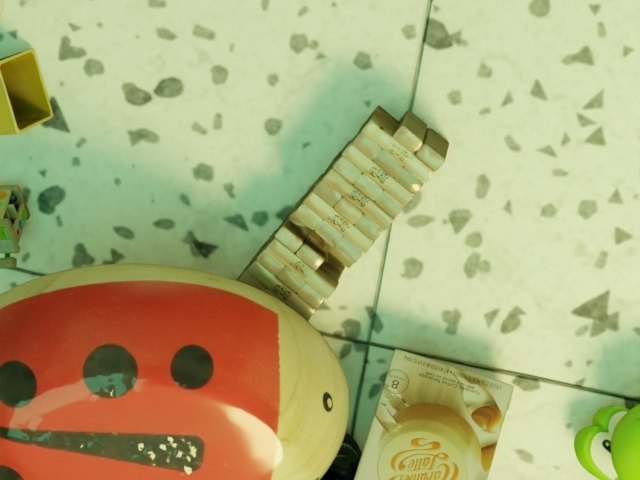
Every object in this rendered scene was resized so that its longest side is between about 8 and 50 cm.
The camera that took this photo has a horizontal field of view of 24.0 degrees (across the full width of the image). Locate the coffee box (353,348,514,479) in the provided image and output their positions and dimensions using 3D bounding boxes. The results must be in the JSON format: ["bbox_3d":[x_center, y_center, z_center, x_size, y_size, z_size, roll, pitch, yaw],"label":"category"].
[{"bbox_3d":[0.108,0.262,1.634,0.141,0.098,0.246,16,68,5],"label":"coffee box"}]

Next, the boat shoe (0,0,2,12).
[{"bbox_3d":[-0.395,-0.309,1.619,0.116,0.099,0.319,25,109,1],"label":"boat shoe"}]

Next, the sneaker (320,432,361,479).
[{"bbox_3d":[-0.073,0.304,1.712,0.267,0.106,0.101,-33,104,1],"label":"sneaker"}]

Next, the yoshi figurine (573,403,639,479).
[{"bbox_3d":[0.426,0.297,1.582,0.362,0.203,0.203,39,121,17],"label":"yoshi figurine"}]

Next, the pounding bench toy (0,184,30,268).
[{"bbox_3d":[-0.365,-0.016,1.725,0.052,0.065,0.083,-1,137,10],"label":"pounding bench toy"}]

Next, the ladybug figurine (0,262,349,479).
[{"bbox_3d":[-0.185,0.183,1.556,0.449,0.162,0.305,3,108,-9],"label":"ladybug figurine"}]

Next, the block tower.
[{"bbox_3d":[0.000,0.000,1.649,0.091,0.097,0.335,39,107,-3],"label":"block tower"}]

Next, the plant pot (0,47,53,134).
[{"bbox_3d":[-0.361,-0.160,1.671,0.083,0.081,0.081,-8,105,22],"label":"plant pot"}]
